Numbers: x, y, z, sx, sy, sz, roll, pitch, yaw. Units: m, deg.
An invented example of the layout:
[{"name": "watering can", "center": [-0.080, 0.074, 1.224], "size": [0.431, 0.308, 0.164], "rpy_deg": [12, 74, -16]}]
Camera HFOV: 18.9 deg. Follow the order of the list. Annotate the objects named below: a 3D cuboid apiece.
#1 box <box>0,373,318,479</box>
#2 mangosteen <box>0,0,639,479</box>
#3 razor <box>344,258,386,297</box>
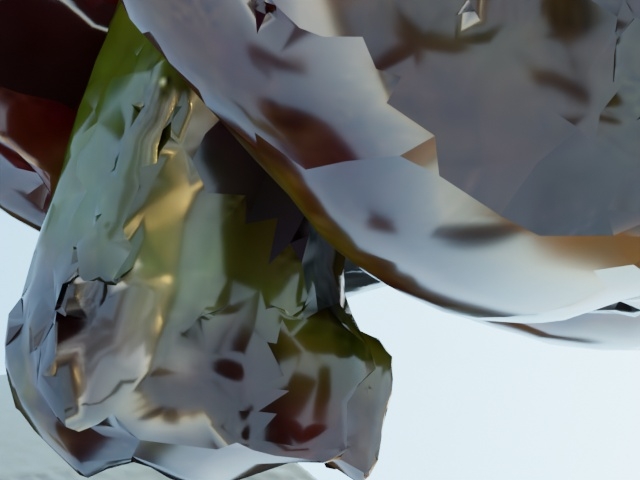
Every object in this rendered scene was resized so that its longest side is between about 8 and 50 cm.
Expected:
[{"name": "box", "center": [-0.115, 0.184, 0.870], "size": [0.367, 0.373, 0.090], "rpy_deg": [-3, -61, -41]}, {"name": "mangosteen", "center": [0.042, -0.167, 0.456], "size": [0.381, 0.421, 0.381], "rpy_deg": [53, 174, 8]}, {"name": "razor", "center": [0.000, 0.000, 0.773], "size": [0.090, 0.148, 0.054], "rpy_deg": [8, -111, -57]}]
